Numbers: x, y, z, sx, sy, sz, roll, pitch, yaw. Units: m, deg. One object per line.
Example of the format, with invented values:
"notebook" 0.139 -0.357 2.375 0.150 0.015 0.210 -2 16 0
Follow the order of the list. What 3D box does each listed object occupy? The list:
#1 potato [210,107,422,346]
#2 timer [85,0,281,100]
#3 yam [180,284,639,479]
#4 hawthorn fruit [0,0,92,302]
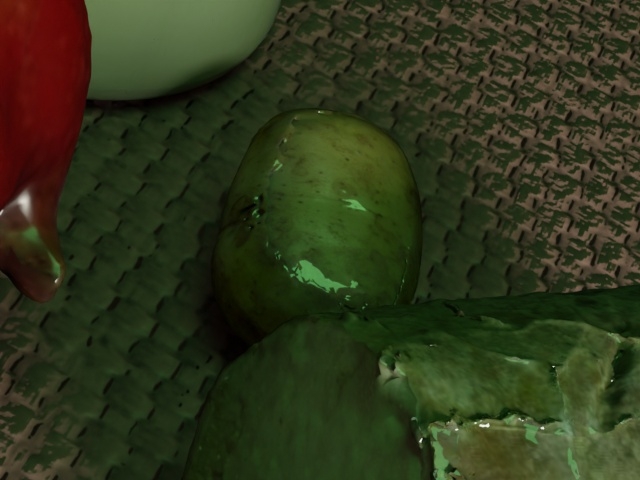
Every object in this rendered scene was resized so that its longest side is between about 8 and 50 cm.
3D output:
"potato" 0.000 0.000 0.998 0.107 0.080 0.170 24 44 -19
"timer" -0.104 -0.281 1.036 0.290 0.315 0.291 16 42 -15
"yam" 0.109 0.113 0.869 0.300 0.195 0.195 -2 51 -31
"hawthorn fruit" -0.249 -0.100 0.814 0.311 0.295 0.295 4 48 -29
